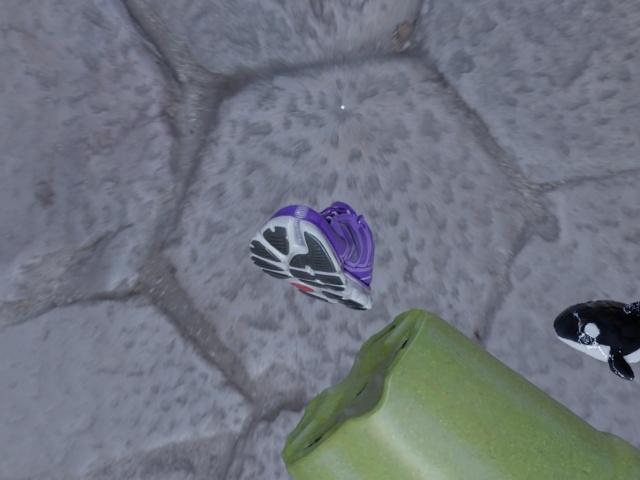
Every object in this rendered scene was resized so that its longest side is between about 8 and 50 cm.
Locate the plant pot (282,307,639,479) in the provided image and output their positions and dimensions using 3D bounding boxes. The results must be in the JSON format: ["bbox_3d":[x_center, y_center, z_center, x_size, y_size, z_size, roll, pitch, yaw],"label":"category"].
[{"bbox_3d":[0.116,0.202,0.957,0.254,0.276,0.276,43,96,-4],"label":"plant pot"}]

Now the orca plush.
[{"bbox_3d":[0.512,0.146,1.805,0.287,0.151,0.102,26,128,-13],"label":"orca plush"}]

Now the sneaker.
[{"bbox_3d":[0.000,0.000,0.806,0.068,0.170,0.071,11,80,16],"label":"sneaker"}]
